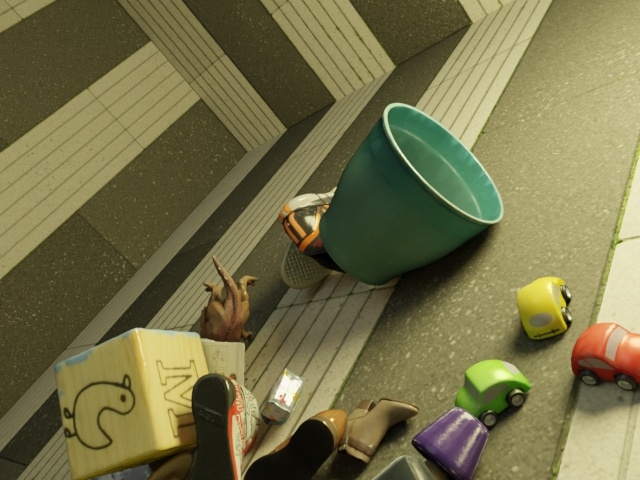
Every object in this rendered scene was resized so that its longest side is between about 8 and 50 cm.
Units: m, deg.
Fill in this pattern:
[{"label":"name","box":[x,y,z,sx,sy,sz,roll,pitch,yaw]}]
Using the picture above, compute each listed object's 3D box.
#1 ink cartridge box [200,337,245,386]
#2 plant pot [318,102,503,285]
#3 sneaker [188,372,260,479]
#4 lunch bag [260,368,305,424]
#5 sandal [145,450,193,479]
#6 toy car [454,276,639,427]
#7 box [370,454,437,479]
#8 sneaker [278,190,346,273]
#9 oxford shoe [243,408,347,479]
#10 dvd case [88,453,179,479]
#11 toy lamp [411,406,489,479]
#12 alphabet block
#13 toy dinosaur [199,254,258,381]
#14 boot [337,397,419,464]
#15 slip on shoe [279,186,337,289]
[{"label":"ink cartridge box","box":[-0.216,0.283,1.114,0.232,0.066,0.189,-4,82,32]},{"label":"plant pot","box":[0.140,-0.061,1.059,0.255,0.272,0.271,-46,14,34]},{"label":"sneaker","box":[-0.149,0.356,0.927,0.090,0.145,0.270,-8,66,13]},{"label":"lunch bag","box":[-0.066,0.272,0.998,0.083,0.053,0.071,-57,3,47]},{"label":"sandal","box":[-0.291,0.471,0.978,0.240,0.088,0.079,-38,52,-23]},{"label":"toy car","box":[0.248,0.141,0.700,0.225,0.053,0.239,-39,19,4]},{"label":"box","box":[0.096,0.338,0.202,0.212,0.293,0.395,-40,19,2]},{"label":"sneaker","box":[0.073,-0.024,1.295,0.321,0.180,0.124,-18,-27,-32]},{"label":"oxford shoe","box":[-0.032,0.312,0.827,0.212,0.076,0.076,-46,-15,26]},{"label":"dvd case","box":[-0.370,0.453,1.094,0.221,0.018,0.164,-45,53,-11]},{"label":"toy lamp","box":[0.082,0.300,0.632,0.275,0.080,0.080,-45,20,-14]},{"label":"alphabet block","box":[-0.310,0.279,1.010,0.192,0.197,0.193,-26,-20,18]},{"label":"toy dinosaur","box":[-0.199,0.187,1.207,0.200,0.127,0.295,-92,13,-62]},{"label":"boot","box":[0.074,0.261,0.794,0.118,0.042,0.087,-18,36,50]},{"label":"slip on shoe","box":[0.000,0.000,1.398,0.331,0.123,0.101,-59,3,-41]}]
